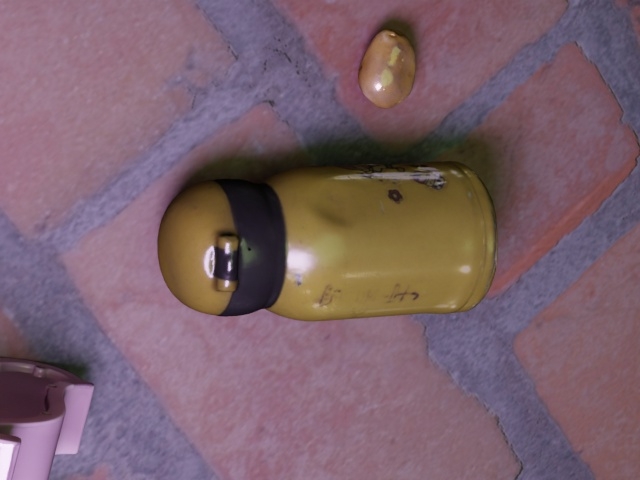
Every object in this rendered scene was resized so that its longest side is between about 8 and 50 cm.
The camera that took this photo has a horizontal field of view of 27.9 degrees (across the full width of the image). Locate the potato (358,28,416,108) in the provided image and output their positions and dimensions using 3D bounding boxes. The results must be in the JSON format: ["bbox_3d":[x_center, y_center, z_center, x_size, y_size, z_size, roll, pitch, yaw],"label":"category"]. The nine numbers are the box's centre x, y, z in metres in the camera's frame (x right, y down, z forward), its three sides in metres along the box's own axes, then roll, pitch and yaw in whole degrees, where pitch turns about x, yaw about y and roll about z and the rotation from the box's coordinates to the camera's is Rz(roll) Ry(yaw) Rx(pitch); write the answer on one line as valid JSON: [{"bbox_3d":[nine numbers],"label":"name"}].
[{"bbox_3d":[0.075,-0.190,1.425,0.068,0.062,0.083,-17,135,-53],"label":"potato"}]

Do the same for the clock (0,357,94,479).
[{"bbox_3d":[-0.375,0.159,1.209,0.290,0.275,0.080,15,96,8],"label":"clock"}]

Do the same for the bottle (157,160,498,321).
[{"bbox_3d":[0.000,0.000,1.367,0.351,0.171,0.172,-1,100,-25],"label":"bottle"}]
